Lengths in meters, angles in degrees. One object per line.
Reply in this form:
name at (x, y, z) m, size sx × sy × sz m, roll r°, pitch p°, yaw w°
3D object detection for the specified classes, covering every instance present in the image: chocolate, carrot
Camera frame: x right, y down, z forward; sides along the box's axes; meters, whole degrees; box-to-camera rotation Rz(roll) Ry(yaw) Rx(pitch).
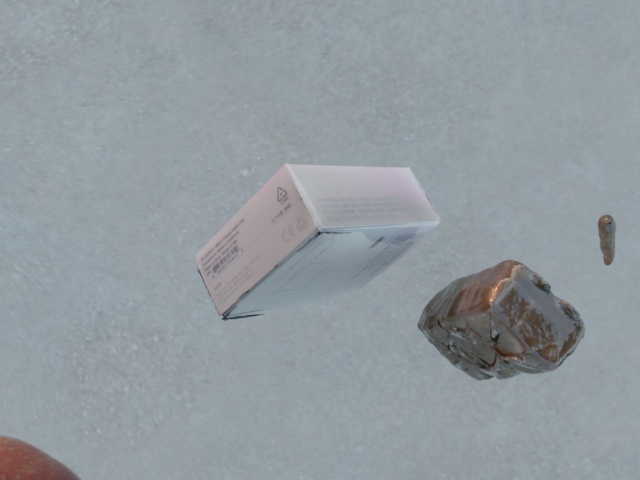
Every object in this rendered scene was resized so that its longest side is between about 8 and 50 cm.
chocolate at (0.234, 0.119, 1.048) m, size 0.148 × 0.214 × 0.093 m, roll 41°, pitch 67°, yaw -6°
carrot at (0.590, 0.004, 1.615) m, size 0.036 × 0.036 × 0.165 m, roll -44°, pitch 140°, yaw -17°

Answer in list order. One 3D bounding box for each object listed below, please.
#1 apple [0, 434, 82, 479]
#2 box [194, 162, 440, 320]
apple at (-0.385, 0.394, 0.913) m, size 0.348 × 0.349 × 0.277 m, roll 53°, pitch 51°, yaw -24°
box at (0.000, 0.000, 1.009) m, size 0.252 × 0.203 × 0.106 m, roll -4°, pitch 59°, yaw -47°
